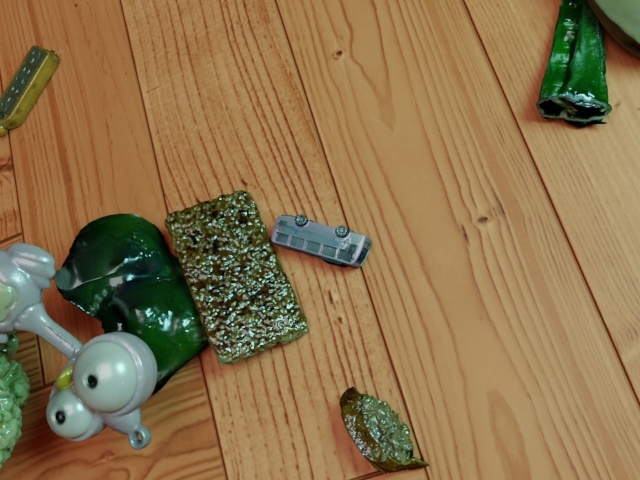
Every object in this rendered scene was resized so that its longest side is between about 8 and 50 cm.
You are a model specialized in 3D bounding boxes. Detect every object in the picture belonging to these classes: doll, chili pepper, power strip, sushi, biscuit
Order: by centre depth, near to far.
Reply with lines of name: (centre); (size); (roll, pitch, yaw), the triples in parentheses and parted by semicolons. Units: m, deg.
sushi: (0.073, 0.227, 0.833); (0.055, 0.052, 0.120); (-46, 63, 19)
doll: (-0.337, 0.120, 0.875); (0.365, 0.094, 0.160); (43, 98, 9)
chili pepper: (0.329, -0.255, 0.877); (0.088, 0.059, 0.227); (14, 74, 5)
biscuit: (-0.114, 0.043, 0.935); (0.131, 0.025, 0.231); (-21, 68, -13)
chili pepper: (-0.257, 0.061, 0.955); (0.148, 0.116, 0.264); (-35, 68, 4)
power strip: (-0.496, -0.245, 1.171); (0.049, 0.028, 0.178); (28, 86, 23)

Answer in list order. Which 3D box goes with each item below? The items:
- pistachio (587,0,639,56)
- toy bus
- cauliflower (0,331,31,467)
pistachio: (0.373, -0.323, 0.827); (0.136, 0.136, 0.226); (-21, 92, 13)
toy bus: (0.000, 0.000, 0.926); (0.131, 0.037, 0.052); (16, 83, 23)
cauliflower: (-0.514, 0.185, 0.933); (0.327, 0.281, 0.260); (26, 49, 28)
